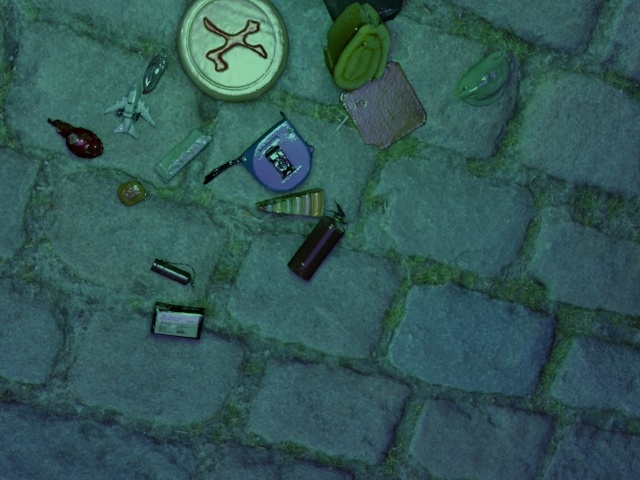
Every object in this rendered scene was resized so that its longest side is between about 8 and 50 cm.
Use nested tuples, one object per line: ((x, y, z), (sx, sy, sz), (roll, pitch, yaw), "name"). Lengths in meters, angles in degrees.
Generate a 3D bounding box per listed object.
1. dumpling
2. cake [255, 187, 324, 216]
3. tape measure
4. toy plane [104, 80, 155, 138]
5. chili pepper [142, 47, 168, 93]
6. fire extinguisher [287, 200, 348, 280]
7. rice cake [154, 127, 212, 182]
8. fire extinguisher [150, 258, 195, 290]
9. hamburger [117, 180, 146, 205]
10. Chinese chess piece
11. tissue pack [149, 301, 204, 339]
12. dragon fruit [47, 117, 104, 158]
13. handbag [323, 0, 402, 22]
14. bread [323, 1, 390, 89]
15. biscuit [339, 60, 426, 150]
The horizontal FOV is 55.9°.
((0.547, -0.511, 1.964), (0.216, 0.105, 0.149), (-39, 104, 2), "dumpling")
((-0.095, -0.108, 1.966), (0.225, 0.109, 0.090), (-12, 104, -5), "cake")
((-0.187, -0.224, 1.939), (0.351, 0.098, 0.215), (-39, 103, 4), "tape measure")
((-0.584, -0.408, 1.863), (0.162, 0.065, 0.171), (15, 105, 1), "toy plane")
((-0.511, -0.518, 1.859), (0.050, 0.041, 0.153), (37, 97, 29), "chili pepper")
((0.000, 0.000, 2.007), (0.104, 0.105, 0.269), (36, 96, -13), "fire extinguisher")
((-0.435, -0.273, 1.909), (0.206, 0.063, 0.069), (-44, 98, 2), "rice cake")
((-0.477, 0.104, 1.999), (0.157, 0.045, 0.078), (26, 76, -11), "fire extinguisher")
((-0.602, -0.152, 1.925), (0.083, 0.044, 0.076), (-29, 104, 2), "hamburger")
((-0.263, -0.590, 1.824), (0.337, 0.140, 0.339), (-1, 102, -7), "Chinese chess piece")
((-0.475, 0.267, 2.009), (0.170, 0.090, 0.103), (9, 101, -11), "tissue pack")
((-0.758, -0.315, 1.848), (0.190, 0.094, 0.094), (30, 97, -8), "dragon fruit")
((0.137, -0.759, 1.876), (0.270, 0.088, 0.175), (-16, 96, -4), "handbag")
((0.116, -0.593, 1.836), (0.185, 0.124, 0.257), (-6, 139, -25), "bread")
((0.210, -0.435, 1.984), (0.232, 0.013, 0.237), (-32, 103, 0), "biscuit")
